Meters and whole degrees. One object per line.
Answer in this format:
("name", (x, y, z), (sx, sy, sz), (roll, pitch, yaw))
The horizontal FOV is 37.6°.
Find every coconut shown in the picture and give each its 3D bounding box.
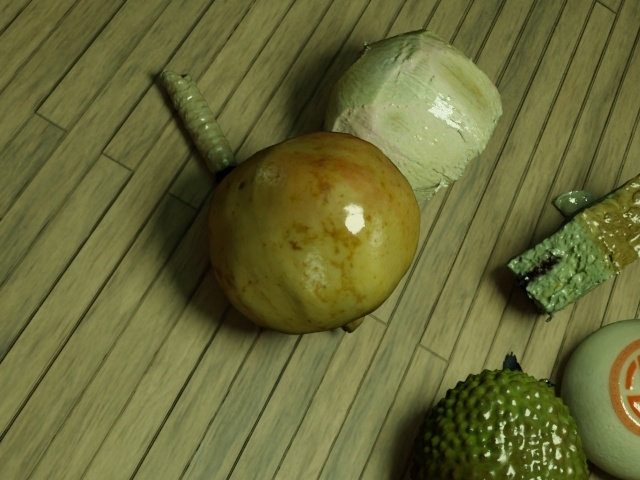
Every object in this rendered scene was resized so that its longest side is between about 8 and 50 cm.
("coconut", (0.140, -0.218, 1.624), (0.254, 0.297, 0.297), (40, 58, -14))

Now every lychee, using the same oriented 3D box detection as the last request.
("lychee", (0.273, 0.356, 1.425), (0.270, 0.270, 0.320), (-24, 113, -29))

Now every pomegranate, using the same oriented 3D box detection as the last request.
("pomegranate", (0.000, 0.000, 1.464), (0.342, 0.342, 0.342), (9, 64, -18))

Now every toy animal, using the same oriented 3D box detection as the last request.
("toy animal", (0.357, 0.277, 1.584), (0.062, 0.108, 0.220), (-1, 36, -21))

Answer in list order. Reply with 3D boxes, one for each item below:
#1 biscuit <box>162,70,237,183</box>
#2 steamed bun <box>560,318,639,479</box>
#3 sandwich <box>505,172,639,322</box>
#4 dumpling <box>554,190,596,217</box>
("biscuit", (-0.204, -0.197, 1.605), (0.055, 0.061, 0.219), (-33, 75, 15))
("steamed bun", (0.554, 0.264, 1.587), (0.283, 0.177, 0.283), (0, 68, -1))
("sandwich", (0.473, 0.014, 1.659), (0.325, 0.262, 0.131), (-30, 79, -29))
("dumpling", (0.500, -0.069, 1.826), (0.076, 0.057, 0.052), (44, 58, 3))
